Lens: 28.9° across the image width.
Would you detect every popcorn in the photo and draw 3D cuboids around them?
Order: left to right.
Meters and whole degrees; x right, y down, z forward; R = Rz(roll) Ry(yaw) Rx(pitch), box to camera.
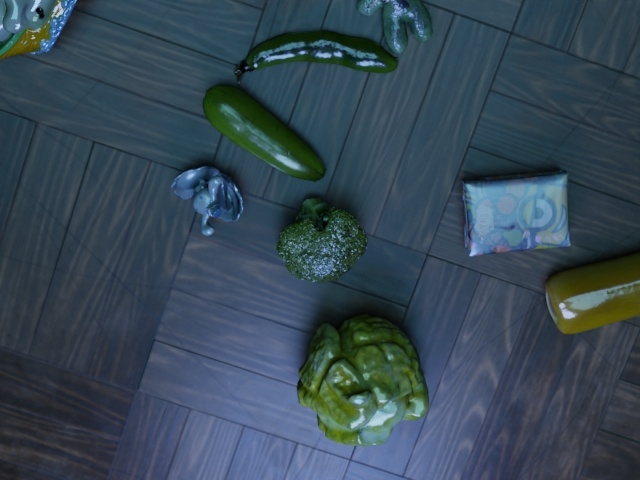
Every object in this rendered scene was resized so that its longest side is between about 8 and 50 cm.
[{"bbox_3d":[0.061,0.199,1.749,0.185,0.167,0.187,-23,139,-19],"label":"popcorn"}]

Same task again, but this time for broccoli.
[{"bbox_3d":[0.000,0.000,1.727,0.130,0.131,0.120,-18,64,16],"label":"broccoli"}]

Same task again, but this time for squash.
[{"bbox_3d":[-0.077,-0.146,1.715,0.201,0.066,0.066,34,100,-14],"label":"squash"}]

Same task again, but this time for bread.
[{"bbox_3d":[0.442,0.064,1.762,0.239,0.074,0.093,-17,97,3],"label":"bread"}]

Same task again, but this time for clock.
[{"bbox_3d":[-0.398,-0.330,1.632,0.144,0.103,0.231,23,117,-22],"label":"clock"}]

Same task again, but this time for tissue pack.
[{"bbox_3d":[0.275,-0.040,1.743,0.148,0.060,0.109,-5,102,0],"label":"tissue pack"}]

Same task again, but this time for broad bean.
[{"bbox_3d":[-0.007,-0.253,1.703,0.226,0.039,0.069,-5,97,2],"label":"broad bean"}]

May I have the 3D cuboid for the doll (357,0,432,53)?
[{"bbox_3d":[0.104,-0.330,1.673,0.115,0.077,0.150,-21,113,11],"label":"doll"}]

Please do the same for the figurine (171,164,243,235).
[{"bbox_3d":[-0.151,-0.062,1.721,0.082,0.094,0.086,-20,70,-32],"label":"figurine"}]
